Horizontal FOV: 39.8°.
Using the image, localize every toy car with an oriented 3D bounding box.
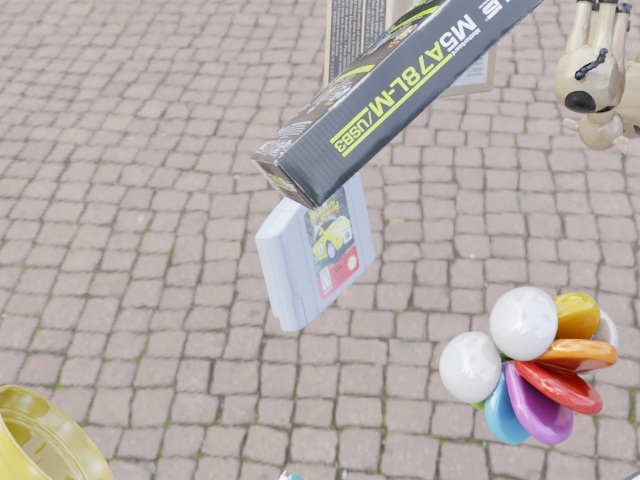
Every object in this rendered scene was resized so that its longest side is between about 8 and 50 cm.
[{"bbox_3d":[0.228,0.142,0.919,0.159,0.182,0.136,15,41,-36],"label":"toy car"}]

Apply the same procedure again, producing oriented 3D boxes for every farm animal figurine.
[{"bbox_3d":[0.380,-0.153,0.956,0.330,0.172,0.327,7,10,-6],"label":"farm animal figurine"}]

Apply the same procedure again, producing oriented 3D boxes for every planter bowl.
[{"bbox_3d":[-0.390,0.306,1.208,0.090,0.217,0.217,-44,47,-1],"label":"planter bowl"}]

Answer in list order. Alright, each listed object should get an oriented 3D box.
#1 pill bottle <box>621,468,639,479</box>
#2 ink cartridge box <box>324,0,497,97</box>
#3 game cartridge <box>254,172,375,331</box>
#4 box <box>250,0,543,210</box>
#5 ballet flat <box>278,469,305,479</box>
[{"bbox_3d":[0.581,0.378,1.363,0.245,0.130,0.130,-28,44,-11],"label":"pill bottle"},{"bbox_3d":[0.106,-0.251,0.946,0.088,0.193,0.234,15,20,35],"label":"ink cartridge box"},{"bbox_3d":[0.000,0.000,1.480,0.060,0.196,0.294,-3,22,33],"label":"game cartridge"},{"bbox_3d":[0.038,-0.101,0.584,0.184,0.045,0.190,-41,10,-3],"label":"box"},{"bbox_3d":[-0.016,0.644,1.869,0.147,0.409,0.147,-22,37,18],"label":"ballet flat"}]
